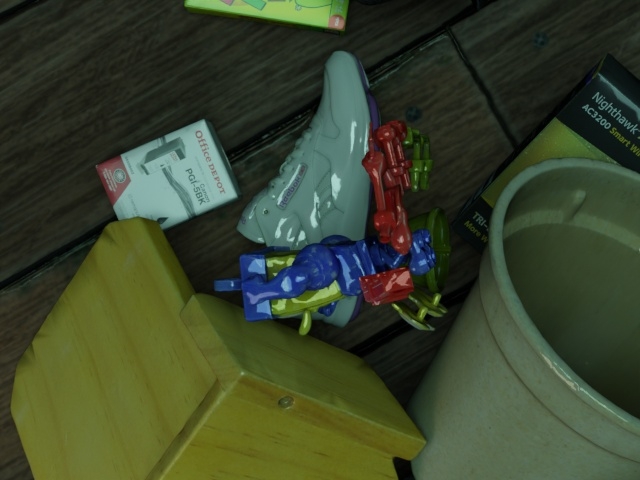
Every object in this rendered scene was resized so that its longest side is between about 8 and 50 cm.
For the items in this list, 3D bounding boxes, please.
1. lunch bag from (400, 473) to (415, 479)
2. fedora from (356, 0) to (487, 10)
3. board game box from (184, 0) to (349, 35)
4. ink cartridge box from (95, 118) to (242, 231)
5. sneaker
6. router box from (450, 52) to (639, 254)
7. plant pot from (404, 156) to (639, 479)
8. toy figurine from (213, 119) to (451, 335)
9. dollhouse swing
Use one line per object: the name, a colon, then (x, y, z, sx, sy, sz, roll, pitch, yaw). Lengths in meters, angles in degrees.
lunch bag: (0.118, 0.443, 1.384, 0.256, 0.212, 0.305, 41, 93, -17)
fedora: (0.045, -0.364, 1.309, 0.152, 0.334, 0.334, -27, 91, 10)
board game box: (-0.055, -0.291, 1.434, 0.181, 0.043, 0.092, 9, 92, 0)
ink cartridge box: (-0.169, -0.067, 1.437, 0.135, 0.056, 0.099, -24, 91, 2)
sneaker: (-0.012, -0.059, 1.405, 0.152, 0.114, 0.305, 6, 92, 0)
router box: (0.335, -0.007, 1.370, 0.309, 0.081, 0.243, 40, 120, 0)
plant pot: (0.245, 0.142, 1.267, 0.333, 0.334, 0.305, 32, 133, 0)
toy figurine: (0.000, 0.000, 1.252, 0.217, 0.362, 0.191, -14, 93, 13)
dollhouse swing: (-0.131, 0.198, 1.375, 0.315, 0.305, 0.347, 24, 114, -27)
